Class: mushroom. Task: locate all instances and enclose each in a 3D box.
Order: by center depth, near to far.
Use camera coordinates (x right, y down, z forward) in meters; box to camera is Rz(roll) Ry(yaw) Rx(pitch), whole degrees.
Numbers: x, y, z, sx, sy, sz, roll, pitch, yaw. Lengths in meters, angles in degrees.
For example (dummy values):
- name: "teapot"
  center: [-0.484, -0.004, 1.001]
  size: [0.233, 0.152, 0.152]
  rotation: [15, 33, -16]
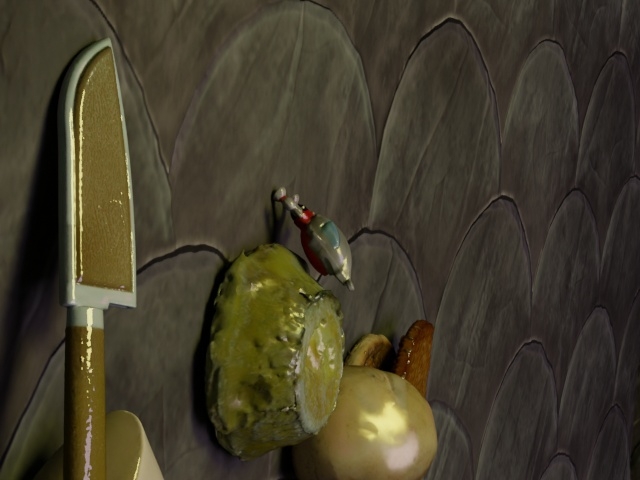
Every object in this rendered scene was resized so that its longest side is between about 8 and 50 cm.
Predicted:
- name: "mushroom"
  center: [0.041, 0.188, 1.386]
  size: [0.148, 0.112, 0.148]
  rotation: [12, 66, -28]

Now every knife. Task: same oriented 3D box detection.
- name: "knife"
  center: [-0.146, 0.029, 0.948]
  size: [0.061, 0.027, 0.343]
  rotation: [12, 71, -49]

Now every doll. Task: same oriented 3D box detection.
- name: "doll"
  center: [0.001, -0.001, 1.273]
  size: [0.039, 0.114, 0.057]
  rotation: [-27, 151, -21]

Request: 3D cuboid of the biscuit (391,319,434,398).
- name: "biscuit"
  center: [0.085, 0.183, 1.546]
  size: [0.126, 0.025, 0.206]
  rotation: [22, 75, -72]

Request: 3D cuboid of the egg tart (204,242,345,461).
- name: "egg tart"
  center: [-0.029, 0.097, 1.250]
  size: [0.197, 0.078, 0.197]
  rotation: [7, 90, -70]

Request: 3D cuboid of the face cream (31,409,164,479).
- name: "face cream"
  center: [-0.136, 0.293, 1.037]
  size: [0.173, 0.081, 0.348]
  rotation: [-53, 143, -35]

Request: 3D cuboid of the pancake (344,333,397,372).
- name: "pancake"
  center: [0.051, 0.171, 1.520]
  size: [0.158, 0.028, 0.158]
  rotation: [5, 90, -70]
